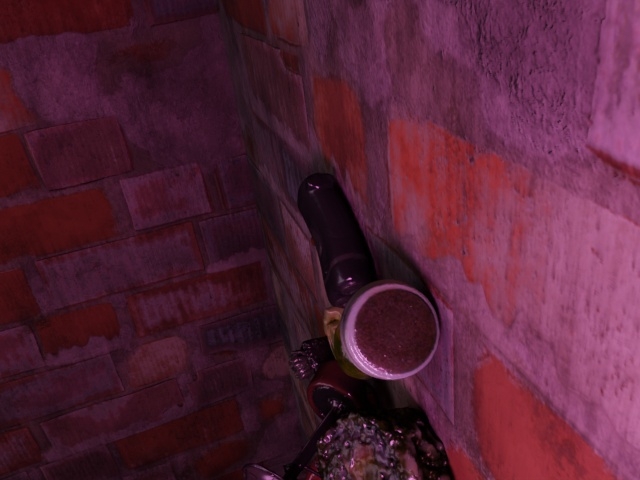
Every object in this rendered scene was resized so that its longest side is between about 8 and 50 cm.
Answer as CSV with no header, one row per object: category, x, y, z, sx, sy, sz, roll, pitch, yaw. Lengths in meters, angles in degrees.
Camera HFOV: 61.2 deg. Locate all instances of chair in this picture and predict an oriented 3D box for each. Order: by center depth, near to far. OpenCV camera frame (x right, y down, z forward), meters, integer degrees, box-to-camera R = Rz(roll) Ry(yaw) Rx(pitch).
chair,-0.007,0.538,1.483,0.227,0.401,0.226,21,133,24

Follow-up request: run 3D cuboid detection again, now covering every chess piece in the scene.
chess piece,0.128,0.181,1.161,0.299,0.195,0.194,127,127,-84

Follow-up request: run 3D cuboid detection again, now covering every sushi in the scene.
sushi,0.153,0.558,1.237,0.294,0.178,0.351,-41,52,37

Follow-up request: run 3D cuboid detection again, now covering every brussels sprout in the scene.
brussels sprout,0.102,0.283,1.426,0.161,0.144,0.180,48,-179,20

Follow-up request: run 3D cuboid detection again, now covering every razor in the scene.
razor,0.037,-0.001,1.421,0.204,0.114,0.348,106,148,-63

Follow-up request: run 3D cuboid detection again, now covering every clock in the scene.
clock,0.077,0.332,1.730,0.170,0.069,0.231,93,157,-53

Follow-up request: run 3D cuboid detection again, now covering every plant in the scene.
plant,-0.019,0.417,1.946,0.132,0.195,0.129,108,140,-68

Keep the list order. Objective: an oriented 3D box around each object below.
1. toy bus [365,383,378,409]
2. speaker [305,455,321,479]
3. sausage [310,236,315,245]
toy bus,0.092,0.504,1.749,0.265,0.120,0.121,-169,66,-73
speaker,0.105,0.757,1.633,0.294,0.295,0.294,165,90,-77
sausage,0.000,0.000,1.727,0.131,0.041,0.039,-177,77,-76
